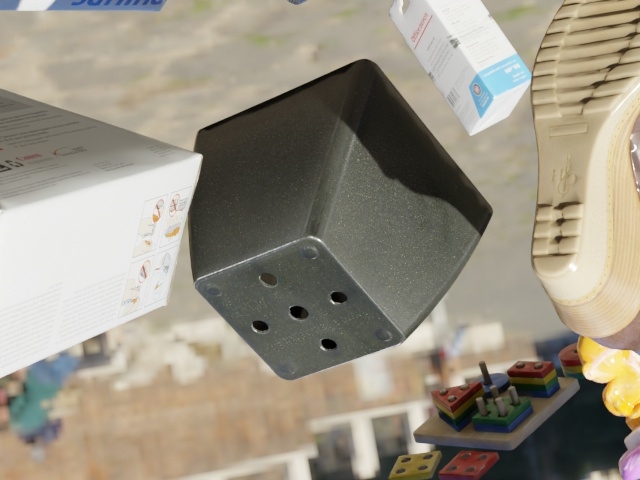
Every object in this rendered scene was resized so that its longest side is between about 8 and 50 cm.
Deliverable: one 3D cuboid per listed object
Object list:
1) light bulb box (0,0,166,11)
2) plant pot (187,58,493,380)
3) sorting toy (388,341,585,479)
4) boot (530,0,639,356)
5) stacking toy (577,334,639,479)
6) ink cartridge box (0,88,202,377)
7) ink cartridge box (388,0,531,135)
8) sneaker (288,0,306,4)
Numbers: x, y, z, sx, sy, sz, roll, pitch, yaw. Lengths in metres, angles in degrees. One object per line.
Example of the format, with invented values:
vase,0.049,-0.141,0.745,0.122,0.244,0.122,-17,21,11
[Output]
light bulb box,-0.249,-0.446,1.993,0.358,0.225,0.361,-9,146,-53
plant pot,0.000,0.000,1.504,0.188,0.187,0.167,-20,-146,34
sorting toy,0.175,0.169,1.968,0.132,0.046,0.274,-1,-155,44
boot,0.214,-0.045,1.234,0.090,0.248,0.207,5,163,36
stacking toy,0.313,0.190,1.562,0.175,0.302,0.166,-33,169,-35
ink cartridge box,-0.275,-0.024,1.327,0.272,0.130,0.309,19,-165,17
ink cartridge box,0.158,-0.223,2.145,0.060,0.180,0.104,-28,167,-21
sneaker,0.029,-0.372,1.655,0.137,0.210,0.366,-7,158,-37
